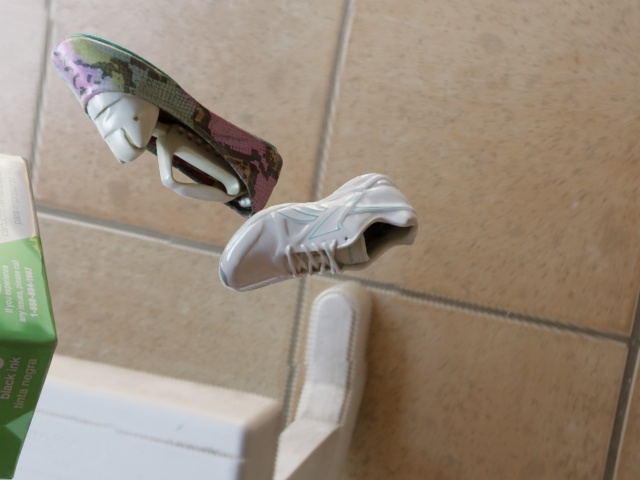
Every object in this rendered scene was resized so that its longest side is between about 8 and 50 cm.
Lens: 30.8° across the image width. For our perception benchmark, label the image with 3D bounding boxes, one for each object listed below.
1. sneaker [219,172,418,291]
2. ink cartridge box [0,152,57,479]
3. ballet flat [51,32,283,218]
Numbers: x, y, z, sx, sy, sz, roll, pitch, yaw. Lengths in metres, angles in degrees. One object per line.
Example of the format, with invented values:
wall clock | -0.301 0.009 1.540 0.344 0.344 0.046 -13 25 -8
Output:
sneaker | 0.000 0.000 0.831 0.152 0.061 0.053 -24 131 -14
ink cartridge box | -0.327 0.027 0.713 0.289 0.211 0.121 8 124 -26
ballet flat | -0.124 -0.085 0.945 0.077 0.221 0.079 -23 46 45
